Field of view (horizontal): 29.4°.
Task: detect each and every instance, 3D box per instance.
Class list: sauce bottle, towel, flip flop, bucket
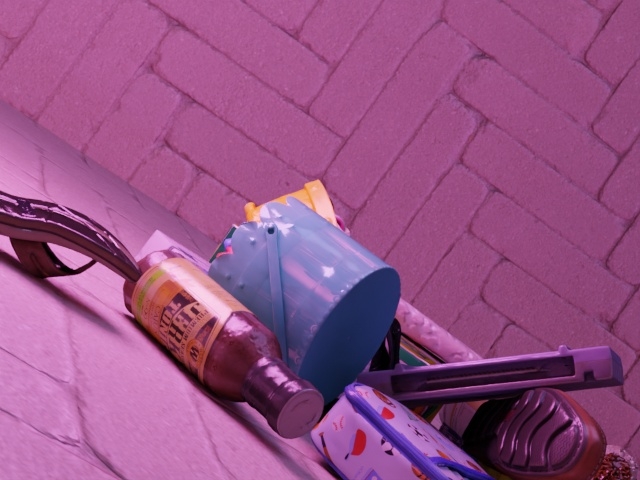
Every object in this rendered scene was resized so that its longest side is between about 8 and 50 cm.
[{"bbox_3d":[-0.123,0.127,1.531,0.344,0.111,0.111,34,0,43],"label":"sauce bottle"},{"bbox_3d":[0.145,0.134,2.336,0.332,0.053,0.317,35,0,-13],"label":"towel"},{"bbox_3d":[-0.349,0.000,1.470,0.277,0.080,0.112,18,13,-25],"label":"flip flop"},{"bbox_3d":[-0.029,0.097,1.736,0.183,0.281,0.281,33,0,25],"label":"bucket"}]

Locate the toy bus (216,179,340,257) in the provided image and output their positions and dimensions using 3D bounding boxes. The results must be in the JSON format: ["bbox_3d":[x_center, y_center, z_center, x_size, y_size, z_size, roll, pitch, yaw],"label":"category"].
[{"bbox_3d":[-0.062,0.036,1.975,0.220,0.212,0.149,83,-11,-45],"label":"toy bus"}]

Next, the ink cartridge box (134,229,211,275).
[{"bbox_3d":[-0.214,0.073,2.016,0.140,0.082,0.191,34,3,-31],"label":"ink cartridge box"}]

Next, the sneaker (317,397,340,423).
[{"bbox_3d":[0.068,0.275,1.813,0.161,0.057,0.075,18,-7,22],"label":"sneaker"}]

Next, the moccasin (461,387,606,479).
[{"bbox_3d":[0.304,0.291,1.658,0.147,0.139,0.380,34,-16,-3],"label":"moccasin"}]

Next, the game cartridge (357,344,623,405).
[{"bbox_3d":[0.252,0.199,1.773,0.355,0.068,0.230,-8,-7,16],"label":"game cartridge"}]

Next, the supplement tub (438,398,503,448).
[{"bbox_3d":[0.406,0.402,2.601,0.228,0.228,0.316,34,1,-27],"label":"supplement tub"}]

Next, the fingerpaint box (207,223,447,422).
[{"bbox_3d":[0.019,0.180,2.251,0.445,0.163,0.371,35,2,16],"label":"fingerpaint box"}]

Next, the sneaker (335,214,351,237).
[{"bbox_3d":[0.000,0.000,2.221,0.103,0.111,0.252,34,2,-23],"label":"sneaker"}]

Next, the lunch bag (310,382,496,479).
[{"bbox_3d":[0.138,0.310,1.597,0.243,0.115,0.303,38,4,34],"label":"lunch bag"}]

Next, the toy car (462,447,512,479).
[{"bbox_3d":[0.282,0.374,1.930,0.136,0.159,0.182,25,-6,47],"label":"toy car"}]

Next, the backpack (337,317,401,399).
[{"bbox_3d":[0.066,0.202,1.958,0.115,0.181,0.152,10,-1,15],"label":"backpack"}]

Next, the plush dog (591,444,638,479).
[{"bbox_3d":[0.442,0.439,2.030,0.211,0.225,0.262,35,1,16],"label":"plush dog"}]
